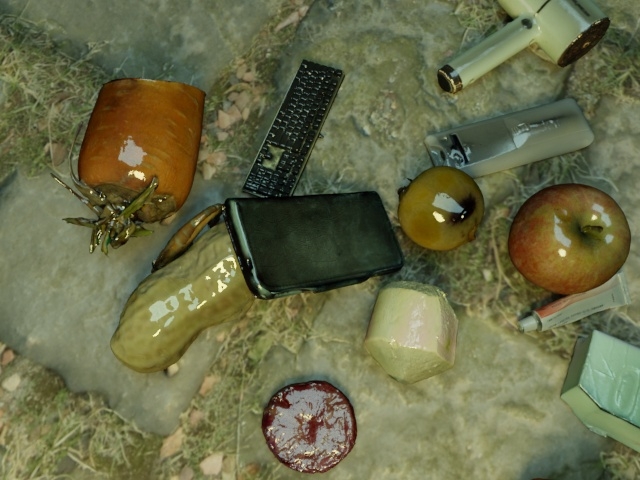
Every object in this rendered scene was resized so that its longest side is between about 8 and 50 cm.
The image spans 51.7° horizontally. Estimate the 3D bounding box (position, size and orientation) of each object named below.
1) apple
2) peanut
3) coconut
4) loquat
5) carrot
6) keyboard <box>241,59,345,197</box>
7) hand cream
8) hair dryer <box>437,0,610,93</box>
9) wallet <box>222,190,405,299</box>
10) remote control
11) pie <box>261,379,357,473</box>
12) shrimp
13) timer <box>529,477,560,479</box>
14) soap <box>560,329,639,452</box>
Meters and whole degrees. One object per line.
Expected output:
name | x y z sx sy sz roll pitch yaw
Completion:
apple | 0.413 0.000 1.114 0.188 0.174 0.188 1 71 -3
peanut | -0.203 0.086 1.072 0.313 0.149 0.149 -38 74 -14
coconut | 0.144 0.153 1.059 0.147 0.147 0.152 14 66 3
loquat | 0.207 -0.057 1.148 0.163 0.137 0.163 -1 82 10
carrot | -0.309 -0.140 1.120 0.193 0.214 0.330 -2 70 21
keyboard | -0.045 -0.212 1.257 0.106 0.027 0.316 19 68 6
hand cream | 0.437 0.113 1.138 0.216 0.052 0.038 -18 37 -12
hair dryer | 0.368 -0.396 1.313 0.362 0.128 0.203 -34 73 -7
wallet | 0.000 0.000 1.092 0.318 0.045 0.172 -8 70 -39
remote control | 0.362 -0.197 1.255 0.313 0.055 0.109 -16 69 -8
pie | -0.016 0.292 1.048 0.155 0.036 0.154 1 68 -2
shrimp | -0.223 -0.009 1.140 0.034 0.124 0.178 44 116 1
timer | 0.359 0.501 0.921 0.250 0.161 0.257 42 71 -6
soap | 0.517 0.257 1.059 0.231 0.091 0.145 23 69 8
